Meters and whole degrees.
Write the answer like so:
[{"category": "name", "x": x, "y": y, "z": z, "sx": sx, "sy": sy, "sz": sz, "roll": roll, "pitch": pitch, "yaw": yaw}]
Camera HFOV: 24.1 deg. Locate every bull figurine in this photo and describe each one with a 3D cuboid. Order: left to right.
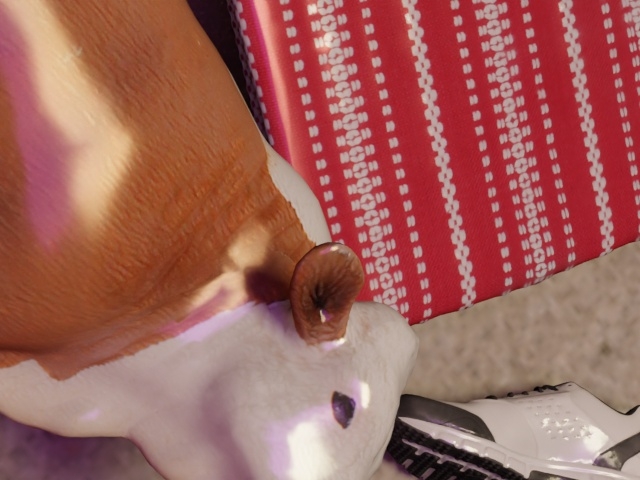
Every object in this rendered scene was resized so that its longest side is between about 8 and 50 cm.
[{"category": "bull figurine", "x": -0.099, "y": -0.039, "z": 0.410, "sx": 0.188, "sy": 0.101, "sz": 0.310, "roll": -22, "pitch": 90, "yaw": -14}]

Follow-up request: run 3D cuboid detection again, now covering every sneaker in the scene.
[{"category": "sneaker", "x": 0.072, "y": 0.070, "z": 0.536, "sx": 0.109, "sy": 0.040, "sz": 0.044, "roll": 17, "pitch": 64, "yaw": -17}]

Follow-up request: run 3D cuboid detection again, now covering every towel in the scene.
[{"category": "towel", "x": 0.091, "y": -0.095, "z": 0.518, "sx": 0.274, "sy": 0.031, "sz": 0.199, "roll": -19, "pitch": 103, "yaw": -26}]

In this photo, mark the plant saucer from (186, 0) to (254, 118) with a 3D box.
[{"category": "plant saucer", "x": -0.092, "y": -0.157, "z": 0.500, "sx": 0.310, "sy": 0.050, "sz": 0.311, "roll": 1, "pitch": 85, "yaw": -15}]
